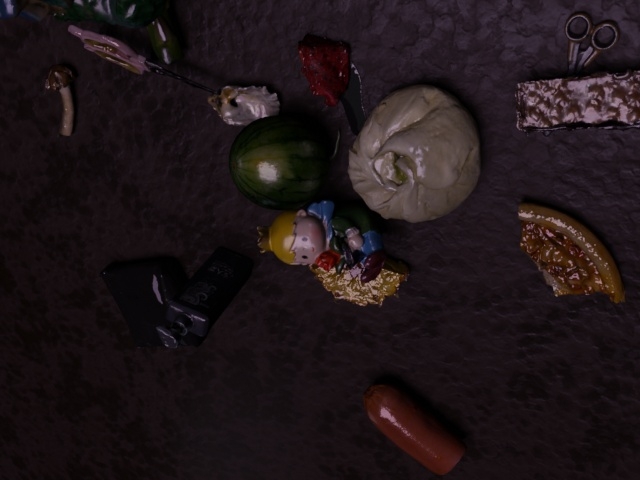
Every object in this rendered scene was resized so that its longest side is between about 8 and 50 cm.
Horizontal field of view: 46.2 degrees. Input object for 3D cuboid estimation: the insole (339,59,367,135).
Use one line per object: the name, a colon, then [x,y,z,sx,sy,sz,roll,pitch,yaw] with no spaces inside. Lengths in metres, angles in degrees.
insole: [0.062,-0.270,1.432,0.053,0.002,0.152,-6,116,26]

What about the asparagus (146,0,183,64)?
asparagus: [-0.325,-0.482,1.427,0.080,0.080,0.287,3,123,22]

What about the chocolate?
chocolate: [0.489,-0.232,1.228,0.329,0.065,0.102,-2,107,18]

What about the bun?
bun: [0.170,-0.142,1.369,0.259,0.160,0.259,9,123,14]

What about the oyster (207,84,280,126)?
oyster: [-0.147,-0.264,1.498,0.146,0.045,0.121,-27,103,26]

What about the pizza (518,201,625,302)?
pizza: [0.463,0.028,1.409,0.134,0.056,0.271,-34,101,26]

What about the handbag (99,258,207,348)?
handbag: [-0.416,0.164,1.851,0.223,0.080,0.247,-7,116,27]

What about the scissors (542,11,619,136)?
scissors: [0.422,-0.273,1.269,0.088,0.017,0.220,21,126,7]

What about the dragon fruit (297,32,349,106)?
dragon fruit: [-0.003,-0.309,1.396,0.097,0.063,0.131,13,124,20]

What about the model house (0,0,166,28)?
model house: [-0.506,-0.502,1.270,0.382,0.343,0.334,21,126,32]

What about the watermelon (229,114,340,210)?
watermelon: [-0.069,-0.150,1.457,0.188,0.215,0.188,15,107,61]

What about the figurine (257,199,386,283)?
figurine: [-0.002,0.012,1.477,0.234,0.185,0.127,-7,148,-19]

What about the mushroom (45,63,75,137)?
mushroom: [-0.569,-0.299,1.653,0.060,0.061,0.187,15,128,8]

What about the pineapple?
pineapple: [0.064,0.077,1.595,0.233,0.079,0.135,23,128,9]

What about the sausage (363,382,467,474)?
sausage: [0.207,0.428,1.730,0.259,0.113,0.113,40,126,-5]

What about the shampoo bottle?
shampoo bottle: [-0.252,0.126,1.616,0.098,0.309,0.071,26,127,6]

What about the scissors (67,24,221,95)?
scissors: [-0.342,-0.346,1.487,0.317,0.160,0.024,23,84,6]
